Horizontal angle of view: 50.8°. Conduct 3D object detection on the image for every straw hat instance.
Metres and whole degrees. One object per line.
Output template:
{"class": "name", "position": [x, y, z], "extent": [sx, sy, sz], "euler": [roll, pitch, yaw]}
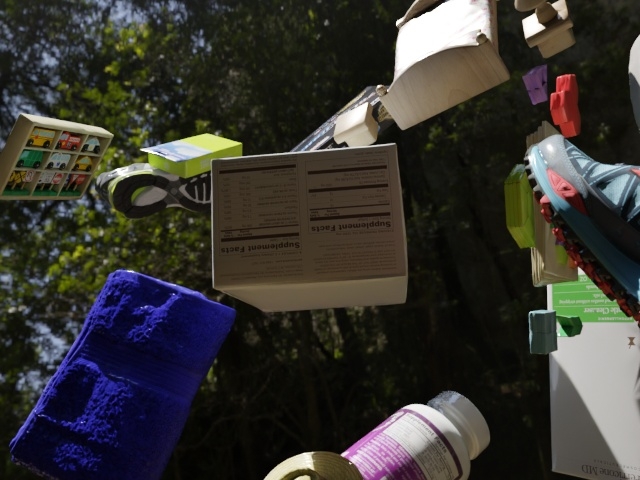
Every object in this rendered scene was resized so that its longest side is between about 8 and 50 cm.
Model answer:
{"class": "straw hat", "position": [-0.024, 0.284, 0.745], "extent": [0.144, 0.144, 0.061], "euler": [-12, -43, 15]}

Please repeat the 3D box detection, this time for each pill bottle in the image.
{"class": "pill bottle", "position": [0.149, 0.391, 1.165], "extent": [0.301, 0.169, 0.169], "euler": [-28, -16, -30]}

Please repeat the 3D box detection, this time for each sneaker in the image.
{"class": "sneaker", "position": [-0.320, -0.120, 1.376], "extent": [0.121, 0.111, 0.300], "euler": [26, 21, 35]}
{"class": "sneaker", "position": [0.256, -0.001, 0.481], "extent": [0.125, 0.262, 0.104], "euler": [-39, -39, 8]}

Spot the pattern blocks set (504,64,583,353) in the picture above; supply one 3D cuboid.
{"class": "pattern blocks set", "position": [0.275, -0.039, 0.784], "extent": [0.026, 0.325, 0.285], "euler": [-3, 6, 35]}

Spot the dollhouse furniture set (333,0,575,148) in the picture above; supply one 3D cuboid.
{"class": "dollhouse furniture set", "position": [0.145, -0.320, 0.789], "extent": [0.355, 0.303, 0.174], "euler": [-23, -53, 31]}

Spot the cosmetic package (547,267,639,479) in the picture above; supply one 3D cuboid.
{"class": "cosmetic package", "position": [0.522, 0.228, 1.176], "extent": [0.155, 0.365, 0.197], "euler": [7, -11, -32]}

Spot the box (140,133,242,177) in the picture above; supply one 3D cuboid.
{"class": "box", "position": [-0.252, -0.168, 1.331], "extent": [0.109, 0.042, 0.178], "euler": [19, 29, 32]}

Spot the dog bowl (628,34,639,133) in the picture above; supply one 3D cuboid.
{"class": "dog bowl", "position": [0.445, -0.140, 0.546], "extent": [0.349, 0.349, 0.102], "euler": [-4, -16, 1]}

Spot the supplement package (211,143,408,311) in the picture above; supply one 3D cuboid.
{"class": "supplement package", "position": [0.000, 0.000, 0.819], "extent": [0.204, 0.145, 0.262], "euler": [-4, -11, 6]}

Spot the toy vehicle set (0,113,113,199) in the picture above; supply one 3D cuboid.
{"class": "toy vehicle set", "position": [-0.542, -0.162, 1.369], "extent": [0.035, 0.166, 0.267], "euler": [32, 11, 11]}

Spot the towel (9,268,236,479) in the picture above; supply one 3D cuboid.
{"class": "towel", "position": [-0.275, 0.194, 0.929], "extent": [0.227, 0.308, 0.076], "euler": [12, -24, 25]}

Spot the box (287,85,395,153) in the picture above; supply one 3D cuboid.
{"class": "box", "position": [0.053, -0.257, 1.620], "extent": [0.295, 0.293, 0.073], "euler": [-39, -77, 3]}
